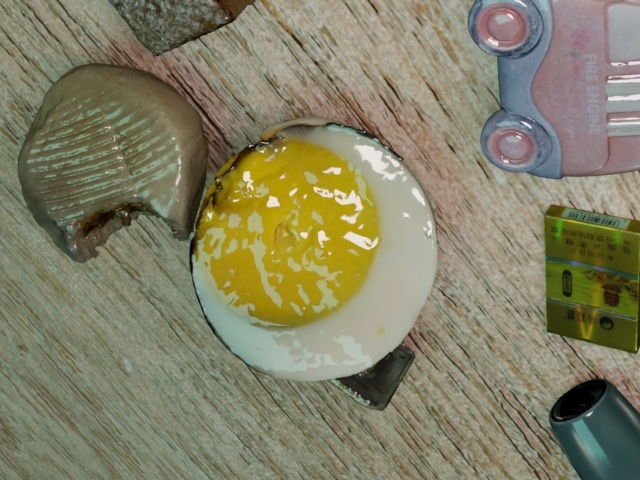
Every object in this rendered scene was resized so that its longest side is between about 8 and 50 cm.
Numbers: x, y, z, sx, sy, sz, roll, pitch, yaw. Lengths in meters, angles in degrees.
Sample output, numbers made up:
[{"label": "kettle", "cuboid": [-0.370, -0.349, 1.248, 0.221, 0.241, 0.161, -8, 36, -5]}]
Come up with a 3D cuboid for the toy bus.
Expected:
[{"label": "toy bus", "cuboid": [0.286, -0.201, 1.191, 0.232, 0.197, 0.294, 4, 128, 20]}]

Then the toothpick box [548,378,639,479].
[{"label": "toothpick box", "cuboid": [0.388, 0.277, 1.577, 0.120, 0.120, 0.184, -24, 107, 45]}]

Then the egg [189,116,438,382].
[{"label": "egg", "cuboid": [0.000, 0.000, 1.544, 0.337, 0.201, 0.337, 2, 103, 7]}]

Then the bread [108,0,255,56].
[{"label": "bread", "cuboid": [-0.259, -0.421, 1.436, 0.165, 0.113, 0.416, -18, 115, 46]}]

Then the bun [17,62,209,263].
[{"label": "bun", "cuboid": [-0.277, -0.115, 1.649, 0.282, 0.205, 0.281, 1, 95, 11]}]

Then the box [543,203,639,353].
[{"label": "box", "cuboid": [0.340, 0.049, 1.479, 0.121, 0.030, 0.193, 13, 131, 27]}]

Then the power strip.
[{"label": "power strip", "cuboid": [0.038, 0.129, 1.655, 0.198, 0.213, 0.064, 33, 111, 6]}]
